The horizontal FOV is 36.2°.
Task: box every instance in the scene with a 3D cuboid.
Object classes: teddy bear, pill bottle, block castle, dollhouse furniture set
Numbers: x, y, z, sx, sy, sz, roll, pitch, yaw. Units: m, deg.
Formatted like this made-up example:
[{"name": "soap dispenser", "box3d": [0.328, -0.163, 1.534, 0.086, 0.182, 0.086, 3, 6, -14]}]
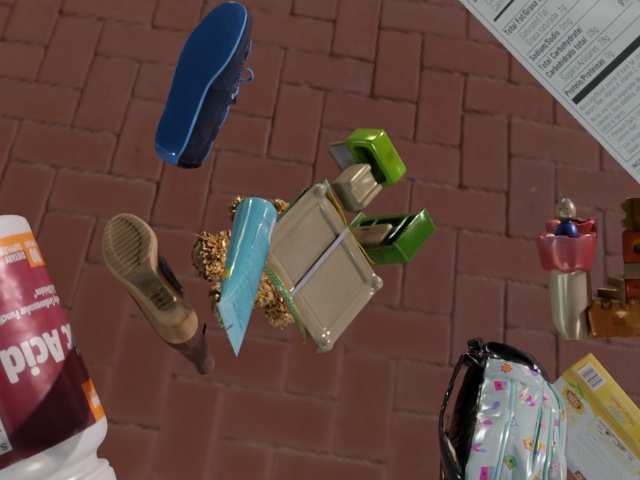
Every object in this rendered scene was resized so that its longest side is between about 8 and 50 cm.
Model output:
[{"name": "teddy bear", "box3d": [-0.105, 0.035, 1.726, 0.113, 0.338, 0.245, -20, 78, 29]}, {"name": "pill bottle", "box3d": [-0.398, 0.185, 1.201, 0.224, 0.224, 0.392, -22, 92, -19]}, {"name": "block castle", "box3d": [0.566, 0.016, 1.472, 0.453, 0.303, 0.213, -3, 96, 17]}, {"name": "dollhouse furniture set", "box3d": [0.000, 0.000, 1.428, 0.301, 0.151, 0.197, -48, 118, -33]}]

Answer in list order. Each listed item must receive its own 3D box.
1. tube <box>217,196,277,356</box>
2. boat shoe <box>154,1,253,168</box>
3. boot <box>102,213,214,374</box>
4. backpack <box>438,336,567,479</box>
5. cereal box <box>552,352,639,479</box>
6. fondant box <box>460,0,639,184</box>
[{"name": "tube", "box3d": [-0.089, 0.033, 1.145, 0.052, 0.080, 0.207, -9, 38, 15]}, {"name": "boat shoe", "box3d": [-0.171, -0.232, 1.476, 0.109, 0.089, 0.258, 30, 92, 30]}, {"name": "boot", "box3d": [-0.265, 0.092, 1.607, 0.090, 0.207, 0.248, -30, 56, -9]}, {"name": "backpack", "box3d": [0.164, 0.197, 0.893, 0.115, 0.152, 0.182, 6, 32, 11]}, {"name": "cereal box", "box3d": [0.389, 0.272, 1.397, 0.047, 0.240, 0.173, -33, 73, -17]}, {"name": "fondant box", "box3d": [0.238, -0.153, 0.642, 0.330, 0.096, 0.238, 47, 47, 3]}]
